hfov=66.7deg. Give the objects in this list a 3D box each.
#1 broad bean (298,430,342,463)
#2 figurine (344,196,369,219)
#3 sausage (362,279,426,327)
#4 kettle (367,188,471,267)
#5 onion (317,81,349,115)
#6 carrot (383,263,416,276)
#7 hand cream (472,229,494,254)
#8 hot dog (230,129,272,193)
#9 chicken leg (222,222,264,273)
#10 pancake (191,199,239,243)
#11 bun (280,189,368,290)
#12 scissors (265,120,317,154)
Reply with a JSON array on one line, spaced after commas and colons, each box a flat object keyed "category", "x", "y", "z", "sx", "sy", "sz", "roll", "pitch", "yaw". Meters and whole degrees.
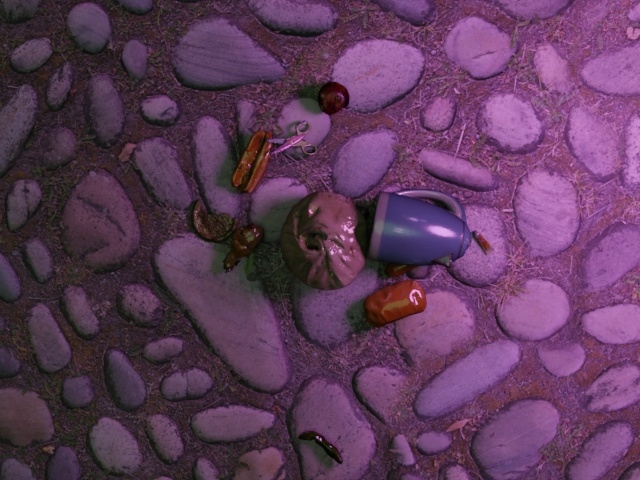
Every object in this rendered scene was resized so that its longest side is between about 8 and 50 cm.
[{"category": "broad bean", "x": 0.009, "y": 0.793, "z": 1.890, "sx": 0.195, "sy": 0.046, "sz": 0.061, "roll": 27, "pitch": 108, "yaw": 9}, {"category": "figurine", "x": 0.121, "y": -0.113, "z": 1.814, "sx": 0.129, "sy": 0.054, "sz": 0.072, "roll": 31, "pitch": 108, "yaw": 5}, {"category": "sausage", "x": 0.270, "y": 0.235, "z": 1.788, "sx": 0.241, "sy": 0.120, "sz": 0.136, "roll": -26, "pitch": 76, "yaw": 8}, {"category": "kettle", "x": 0.358, "y": -0.057, "z": 1.711, "sx": 0.342, "sy": 0.247, "sz": 0.319, "roll": 9, "pitch": 61, "yaw": 6}, {"category": "onion", "x": 0.045, "y": -0.519, "z": 1.765, "sx": 0.117, "sy": 0.118, "sz": 0.118, "roll": -33, "pitch": 90, "yaw": -15}, {"category": "carrot", "x": 0.363, "y": 0.074, "z": 1.796, "sx": 0.271, "sy": 0.062, "sz": 0.066, "roll": -20, "pitch": 86, "yaw": 6}, {"category": "hand cream", "x": 0.597, "y": 0.004, "z": 1.787, "sx": 0.035, "sy": 0.022, "sz": 0.102, "roll": -38, "pitch": 94, "yaw": 2}, {"category": "hot dog", "x": -0.251, "y": -0.297, "z": 1.834, "sx": 0.109, "sy": 0.072, "sz": 0.269, "roll": 29, "pitch": 98, "yaw": 2}, {"category": "chicken leg", "x": -0.309, "y": 0.023, "z": 1.860, "sx": 0.103, "sy": 0.088, "sz": 0.227, "roll": 43, "pitch": 103, "yaw": -8}, {"category": "pancake", "x": -0.412, "y": -0.079, "z": 1.891, "sx": 0.191, "sy": 0.020, "sz": 0.184, "roll": -12, "pitch": 91, "yaw": 7}, {"category": "bun", "x": 0.000, "y": 0.000, "z": 1.732, "sx": 0.326, "sy": 0.234, "sz": 0.361, "roll": -12, "pitch": 82, "yaw": 27}, {"category": "scissors", "x": -0.109, "y": -0.367, "z": 1.804, "sx": 0.187, "sy": 0.020, "sz": 0.133, "roll": -17, "pitch": 91, "yaw": -18}]
